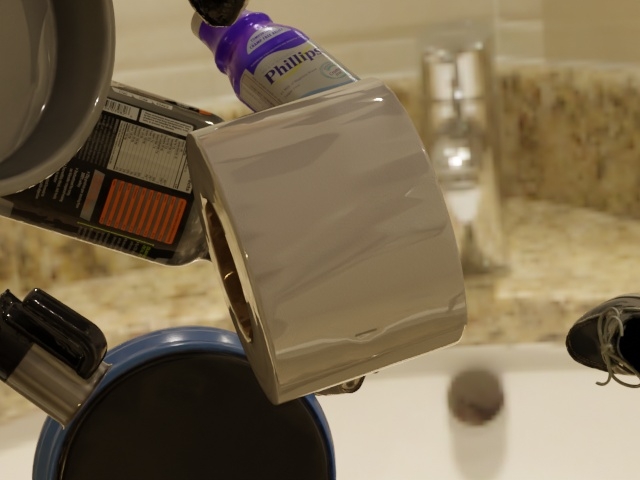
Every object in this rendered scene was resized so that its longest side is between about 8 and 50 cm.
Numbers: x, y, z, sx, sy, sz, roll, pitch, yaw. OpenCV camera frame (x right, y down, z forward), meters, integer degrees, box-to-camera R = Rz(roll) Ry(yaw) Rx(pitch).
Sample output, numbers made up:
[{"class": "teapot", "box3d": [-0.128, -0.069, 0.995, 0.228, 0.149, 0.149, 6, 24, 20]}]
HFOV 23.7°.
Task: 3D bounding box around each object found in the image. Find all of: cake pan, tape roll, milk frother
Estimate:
[{"class": "cake pan", "box3d": [-0.271, -0.166, 1.045, 0.054, 0.293, 0.293, -15, 3, 42]}, {"class": "tape roll", "box3d": [0.000, 0.000, 1.299, 0.169, 0.246, 0.246, -17, 15, -10]}, {"class": "milk frother", "box3d": [-0.294, 0.133, 1.514, 0.143, 0.135, 0.129, -57, 7, -32]}]

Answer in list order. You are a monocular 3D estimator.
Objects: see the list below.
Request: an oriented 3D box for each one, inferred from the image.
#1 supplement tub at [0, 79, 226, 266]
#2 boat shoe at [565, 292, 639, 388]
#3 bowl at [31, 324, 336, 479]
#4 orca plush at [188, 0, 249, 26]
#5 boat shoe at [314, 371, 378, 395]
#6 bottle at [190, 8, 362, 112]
[{"class": "supplement tub", "box3d": [-0.233, -0.084, 1.796, 0.316, 0.193, 0.193, 18, 9, -11]}, {"class": "boat shoe", "box3d": [0.351, 0.113, 1.670, 0.079, 0.095, 0.254, -17, 10, -33]}, {"class": "bowl", "box3d": [-0.162, 0.304, 1.918, 0.391, 0.391, 0.077, -8, 7, -15]}, {"class": "orca plush", "box3d": [-0.091, -0.372, 1.574, 0.151, 0.287, 0.102, 26, 1, 26]}, {"class": "boat shoe", "box3d": [0.033, 0.144, 2.109, 0.130, 0.132, 0.355, 14, -17, 17]}, {"class": "bottle", "box3d": [-0.050, -0.207, 1.897, 0.118, 0.092, 0.283, -32, 58, -25]}]
